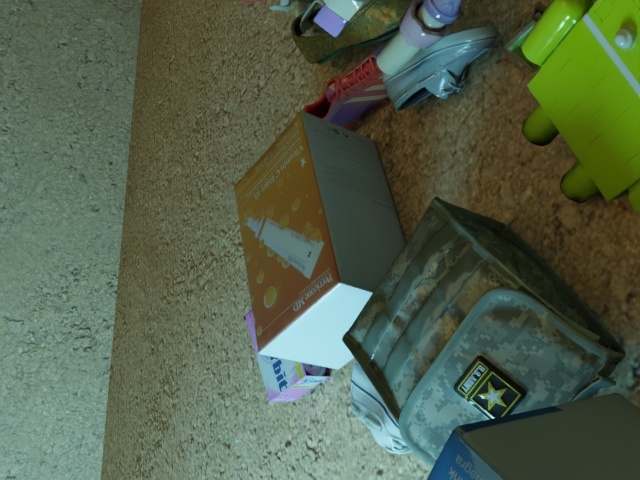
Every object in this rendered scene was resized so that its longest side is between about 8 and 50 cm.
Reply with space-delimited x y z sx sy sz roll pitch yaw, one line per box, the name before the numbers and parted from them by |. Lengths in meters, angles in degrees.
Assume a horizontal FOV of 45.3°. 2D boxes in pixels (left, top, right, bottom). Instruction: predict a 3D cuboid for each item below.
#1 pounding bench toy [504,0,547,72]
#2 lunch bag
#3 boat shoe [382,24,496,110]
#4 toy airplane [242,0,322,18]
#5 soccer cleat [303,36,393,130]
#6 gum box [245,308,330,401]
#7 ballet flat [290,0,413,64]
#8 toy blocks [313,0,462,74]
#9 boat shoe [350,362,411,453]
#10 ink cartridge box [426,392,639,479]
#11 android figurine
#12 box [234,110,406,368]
pounding bench toy | 0.287 -0.252 0.981 0.052 0.083 0.065 -42 14 44
lunch bag | 0.186 0.129 0.901 0.235 0.169 0.287 -59 38 20
boat shoe | 0.182 -0.252 1.150 0.228 0.079 0.081 -16 91 56
toy airplane | -0.011 -0.606 1.460 0.384 0.273 0.386 -57 -2 16
soccer cleat | 0.065 -0.268 1.323 0.248 0.095 0.083 -40 47 48
gum box | -0.063 0.182 1.381 0.107 0.062 0.188 -41 55 35
ballet flat | 0.048 -0.396 1.357 0.349 0.123 0.123 1 81 62
toy blocks | 0.090 -0.449 1.049 0.260 0.309 0.288 -39 23 57
boat shoe | 0.110 0.252 1.070 0.267 0.096 0.088 24 105 61
ink cartridge box | 0.176 0.354 0.695 0.166 0.286 0.394 40 115 40
android figurine | 0.310 -0.150 0.792 0.248 0.056 0.273 62 157 14
box | 0.000 0.000 1.250 0.215 0.168 0.345 -43 45 35
